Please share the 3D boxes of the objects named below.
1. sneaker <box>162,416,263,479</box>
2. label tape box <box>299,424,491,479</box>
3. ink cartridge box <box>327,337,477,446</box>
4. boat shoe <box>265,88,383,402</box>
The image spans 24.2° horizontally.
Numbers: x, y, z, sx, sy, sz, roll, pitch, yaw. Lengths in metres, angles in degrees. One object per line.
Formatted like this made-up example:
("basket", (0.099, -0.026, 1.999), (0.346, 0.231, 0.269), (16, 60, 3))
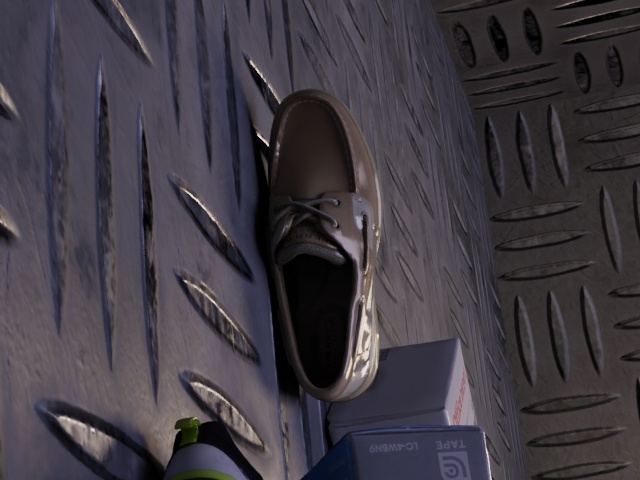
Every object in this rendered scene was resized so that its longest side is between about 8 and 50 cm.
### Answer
("sneaker", (-0.045, 0.206, 1.032), (0.097, 0.084, 0.234), (-92, 167, -45))
("label tape box", (0.059, 0.334, 1.109), (0.249, 0.115, 0.347), (124, -40, -65))
("ink cartridge box", (0.115, 0.288, 1.620), (0.223, 0.129, 0.307), (-60, 138, -72))
("boat shoe", (0.000, 0.000, 1.398), (0.098, 0.109, 0.302), (30, 56, -77))
